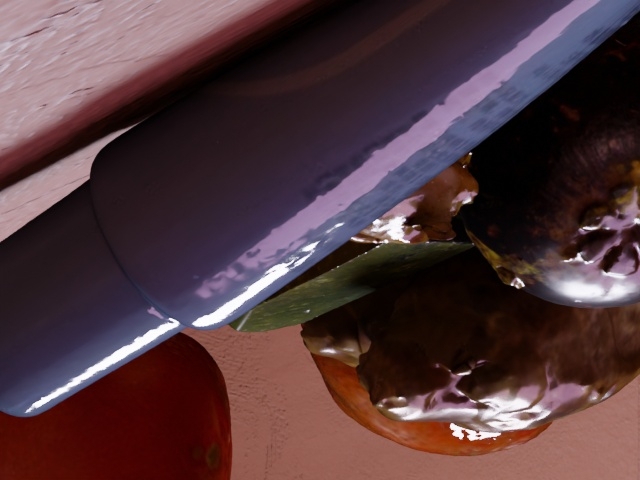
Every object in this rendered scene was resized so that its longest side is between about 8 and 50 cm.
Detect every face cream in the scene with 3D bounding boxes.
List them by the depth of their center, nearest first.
[{"bbox_3d":[0.016,-0.051,0.726,0.385,0.086,0.135,-32,178,19],"label":"face cream"}]

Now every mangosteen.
[{"bbox_3d":[0.177,-0.064,1.206,0.192,0.192,0.217,-26,-151,15],"label":"mangosteen"}]

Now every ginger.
[{"bbox_3d":[0.129,0.010,1.391,0.274,0.152,0.357,3,-139,15],"label":"ginger"}]

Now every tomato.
[{"bbox_3d":[-0.201,0.201,1.333,0.293,0.290,0.325,-4,177,-8],"label":"tomato"}]

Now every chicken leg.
[{"bbox_3d":[0.018,-0.034,1.032,0.101,0.085,0.207,14,-165,34],"label":"chicken leg"}]

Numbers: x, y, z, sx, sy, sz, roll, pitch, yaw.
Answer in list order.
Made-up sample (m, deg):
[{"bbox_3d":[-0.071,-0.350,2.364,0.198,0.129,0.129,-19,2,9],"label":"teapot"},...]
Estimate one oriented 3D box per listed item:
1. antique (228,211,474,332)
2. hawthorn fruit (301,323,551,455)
[{"bbox_3d":[0.000,0.000,1.299,0.080,0.081,0.221,6,157,-40],"label":"antique"},{"bbox_3d":[0.120,0.047,1.669,0.295,0.295,0.311,-26,178,2],"label":"hawthorn fruit"}]
